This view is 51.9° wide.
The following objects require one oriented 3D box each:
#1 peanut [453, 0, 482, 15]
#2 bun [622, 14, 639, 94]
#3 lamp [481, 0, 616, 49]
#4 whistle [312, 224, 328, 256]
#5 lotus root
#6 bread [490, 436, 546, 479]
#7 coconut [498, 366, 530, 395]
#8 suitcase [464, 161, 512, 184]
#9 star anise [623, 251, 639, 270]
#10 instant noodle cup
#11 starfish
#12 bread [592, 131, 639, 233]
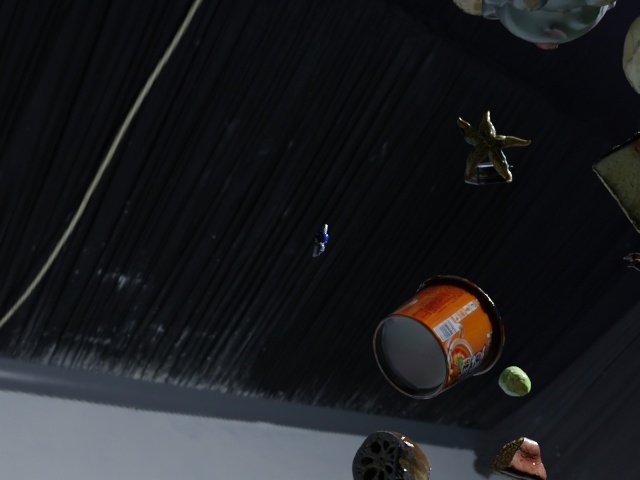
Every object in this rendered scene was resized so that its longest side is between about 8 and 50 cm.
[{"bbox_3d":[0.341,-0.596,1.432,0.149,0.149,0.313,42,-2,22],"label":"peanut"},{"bbox_3d":[0.839,-0.457,1.531,0.272,0.273,0.168,25,43,-17],"label":"bun"},{"bbox_3d":[0.408,-0.476,1.152,0.247,0.248,0.301,-4,1,12],"label":"lamp"},{"bbox_3d":[0.000,0.000,1.466,0.029,0.033,0.083,35,53,-26],"label":"whistle"},{"bbox_3d":[0.103,0.364,1.028,0.081,0.112,0.122,45,43,-38],"label":"lotus root"},{"bbox_3d":[0.550,0.605,1.811,0.192,0.119,0.067,29,-22,-28],"label":"bread"},{"bbox_3d":[0.572,0.417,1.939,0.087,0.088,0.096,28,7,-11],"label":"coconut"},{"bbox_3d":[0.488,-0.195,1.923,0.126,0.059,0.086,-8,12,-18],"label":"suitcase"},{"bbox_3d":[0.770,0.064,1.521,0.141,0.042,0.141,13,36,-10],"label":"star anise"},{"bbox_3d":[0.252,0.221,1.462,0.192,0.250,0.250,-21,56,-44],"label":"instant noodle cup"},{"bbox_3d":[0.434,-0.237,1.644,0.053,0.175,0.208,71,9,-76],"label":"starfish"},{"bbox_3d":[0.618,-0.109,1.172,0.264,0.163,0.168,-5,63,-59],"label":"bread"}]
